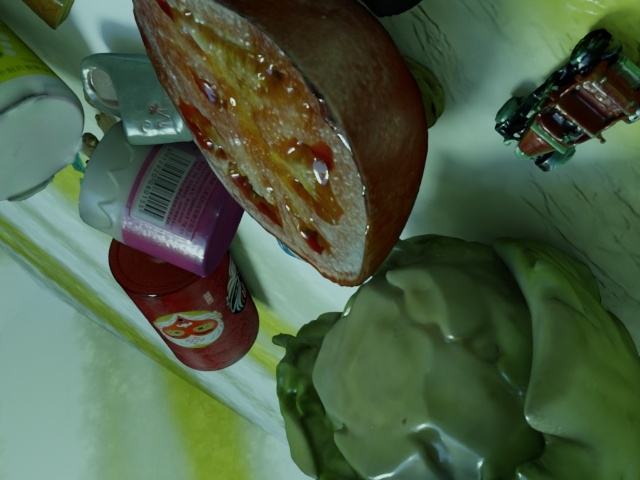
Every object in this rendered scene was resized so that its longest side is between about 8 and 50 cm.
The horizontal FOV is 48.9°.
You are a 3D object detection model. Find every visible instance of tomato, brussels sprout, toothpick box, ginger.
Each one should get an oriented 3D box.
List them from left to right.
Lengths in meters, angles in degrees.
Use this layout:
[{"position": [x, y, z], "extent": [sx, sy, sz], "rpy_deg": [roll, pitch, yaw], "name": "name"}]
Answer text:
[{"position": [-0.297, -0.177, 1.086], "extent": [0.149, 0.065, 0.259], "rpy_deg": [28, 148, -8], "name": "ginger"}, {"position": [-0.249, 0.096, 1.356], "extent": [0.204, 0.204, 0.333], "rpy_deg": [26, 154, 23], "name": "toothpick box"}, {"position": [-0.018, -0.125, 0.638], "extent": [0.338, 0.143, 0.338], "rpy_deg": [47, 161, 22], "name": "tomato"}, {"position": [0.182, 0.178, 0.763], "extent": [0.361, 0.343, 0.425], "rpy_deg": [18, 174, -34], "name": "brussels sprout"}]

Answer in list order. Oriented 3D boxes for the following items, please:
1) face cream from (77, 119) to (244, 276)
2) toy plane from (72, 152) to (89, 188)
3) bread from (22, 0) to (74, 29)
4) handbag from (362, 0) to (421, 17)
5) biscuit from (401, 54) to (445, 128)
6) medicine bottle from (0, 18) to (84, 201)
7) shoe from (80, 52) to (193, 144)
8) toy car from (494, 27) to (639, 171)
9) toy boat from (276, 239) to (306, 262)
[{"position": [-0.214, -0.062, 0.997], "extent": [0.194, 0.175, 0.175], "rpy_deg": [24, 156, 3], "name": "face cream"}, {"position": [-0.394, -0.096, 1.376], "extent": [0.235, 0.060, 0.096], "rpy_deg": [29, 149, 9], "name": "toy plane"}, {"position": [-0.367, -0.330, 0.914], "extent": [0.094, 0.035, 0.090], "rpy_deg": [44, 157, -18], "name": "bread"}, {"position": [0.002, -0.283, 0.425], "extent": [0.275, 0.088, 0.244], "rpy_deg": [36, 160, -9], "name": "handbag"}, {"position": [0.078, -0.139, 0.669], "extent": [0.084, 0.023, 0.084], "rpy_deg": [30, 156, 15], "name": "biscuit"}, {"position": [-0.541, -0.246, 1.037], "extent": [0.378, 0.213, 0.213], "rpy_deg": [42, 159, 14], "name": "medicine bottle"}, {"position": [-0.219, -0.174, 0.901], "extent": [0.251, 0.100, 0.103], "rpy_deg": [17, 145, 23], "name": "shoe"}, {"position": [0.193, -0.099, 0.545], "extent": [0.073, 0.054, 0.143], "rpy_deg": [39, 156, -5], "name": "toy car"}, {"position": [-0.002, 0.006, 1.070], "extent": [0.149, 0.034, 0.105], "rpy_deg": [12, 146, 21], "name": "toy boat"}]
